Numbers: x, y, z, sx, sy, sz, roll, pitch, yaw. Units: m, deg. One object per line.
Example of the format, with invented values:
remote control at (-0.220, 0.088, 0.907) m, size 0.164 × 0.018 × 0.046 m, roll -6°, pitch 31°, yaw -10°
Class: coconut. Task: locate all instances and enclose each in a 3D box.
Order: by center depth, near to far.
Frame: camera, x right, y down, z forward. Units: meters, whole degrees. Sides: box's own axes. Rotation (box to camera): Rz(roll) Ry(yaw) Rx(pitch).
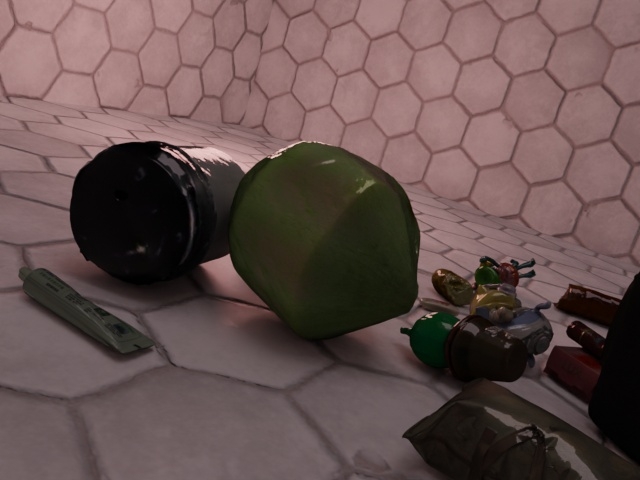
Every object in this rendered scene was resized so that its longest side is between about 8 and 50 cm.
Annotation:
coconut at (0.020, 0.007, 0.968) m, size 0.328 × 0.281 × 0.328 m, roll 42°, pitch -19°, yaw 18°

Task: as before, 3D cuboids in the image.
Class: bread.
bread at (0.288, 0.100, 1.394) m, size 0.066 × 0.060 × 0.110 m, roll 27°, pitch 9°, yaw -27°

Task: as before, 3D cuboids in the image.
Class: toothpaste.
toothpaste at (-0.307, 0.087, 0.796) m, size 0.218 × 0.041 × 0.064 m, roll 27°, pitch 11°, yaw 22°

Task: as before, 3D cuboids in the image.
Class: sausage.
sausage at (0.732, 0.187, 1.543) m, size 0.302 × 0.076 × 0.103 m, roll 23°, pitch 23°, yaw 27°

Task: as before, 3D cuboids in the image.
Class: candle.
candle at (-0.239, -0.054, 1.053) m, size 0.221 × 0.221 × 0.342 m, roll 20°, pitch 11°, yaw 12°

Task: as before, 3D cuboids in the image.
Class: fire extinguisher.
fire extinguisher at (0.485, 0.184, 1.102) m, size 0.056 × 0.039 × 0.132 m, roll 4°, pitch 15°, yaw -14°

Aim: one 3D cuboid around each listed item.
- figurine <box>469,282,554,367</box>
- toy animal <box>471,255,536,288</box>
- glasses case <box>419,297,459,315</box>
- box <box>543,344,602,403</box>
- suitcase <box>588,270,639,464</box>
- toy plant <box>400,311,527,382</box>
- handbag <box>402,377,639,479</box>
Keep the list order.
figurine at (0.326, 0.147, 1.127) m, size 0.208 × 0.129 × 0.183 m, roll 0°, pitch 19°, yaw -38°
toy animal at (0.457, 0.078, 1.590) m, size 0.208 × 0.100 × 0.103 m, roll -11°, pitch 67°, yaw -38°
glasses case at (0.242, 0.135, 1.279) m, size 0.083 × 0.021 × 0.032 m, roll 16°, pitch 15°, yaw -2°
box at (0.485, 0.236, 1.100) m, size 0.156 × 0.060 × 0.111 m, roll 7°, pitch 18°, yaw -31°
suitcase at (0.536, 0.172, 0.816) m, size 0.188 × 0.345 × 0.339 m, roll 5°, pitch 18°, yaw -23°
toy plant at (0.221, 0.164, 0.988) m, size 0.200 × 0.105 × 0.142 m, roll 13°, pitch -3°, yaw 45°
handbag at (0.226, 0.242, 0.670) m, size 0.270 × 0.117 × 0.182 m, roll 29°, pitch 27°, yaw 37°
